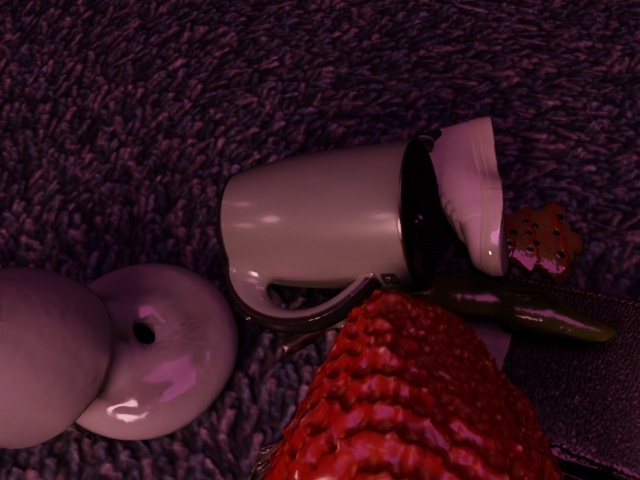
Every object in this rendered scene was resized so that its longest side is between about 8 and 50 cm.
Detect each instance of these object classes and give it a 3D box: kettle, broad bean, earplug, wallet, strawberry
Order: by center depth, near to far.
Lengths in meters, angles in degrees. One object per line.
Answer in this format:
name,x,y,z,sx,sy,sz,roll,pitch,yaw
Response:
strawberry,0.087,0.215,0.646,0.312,0.267,0.351,27,47,-26
earplug,-0.244,0.109,0.772,0.325,0.175,0.214,-1,50,-36
wallet,0.274,0.147,0.797,0.262,0.071,0.221,14,59,19
broad bean,0.180,0.068,0.820,0.297,0.043,0.060,8,48,19
kettle,0.000,0.000,0.824,0.236,0.161,0.221,-2,62,23

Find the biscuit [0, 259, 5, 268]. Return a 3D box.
biscuit,-0.424,0.082,0.874,0.225,0.036,0.166,37,59,24

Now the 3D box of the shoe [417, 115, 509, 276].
shoe,0.172,-0.054,0.908,0.110,0.095,0.265,-5,42,14

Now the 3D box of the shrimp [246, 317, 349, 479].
shrimp,-0.007,0.166,0.801,0.296,0.058,0.169,-34,55,-23

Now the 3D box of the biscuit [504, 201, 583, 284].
biscuit,0.264,0.000,0.919,0.129,0.019,0.120,2,57,3
